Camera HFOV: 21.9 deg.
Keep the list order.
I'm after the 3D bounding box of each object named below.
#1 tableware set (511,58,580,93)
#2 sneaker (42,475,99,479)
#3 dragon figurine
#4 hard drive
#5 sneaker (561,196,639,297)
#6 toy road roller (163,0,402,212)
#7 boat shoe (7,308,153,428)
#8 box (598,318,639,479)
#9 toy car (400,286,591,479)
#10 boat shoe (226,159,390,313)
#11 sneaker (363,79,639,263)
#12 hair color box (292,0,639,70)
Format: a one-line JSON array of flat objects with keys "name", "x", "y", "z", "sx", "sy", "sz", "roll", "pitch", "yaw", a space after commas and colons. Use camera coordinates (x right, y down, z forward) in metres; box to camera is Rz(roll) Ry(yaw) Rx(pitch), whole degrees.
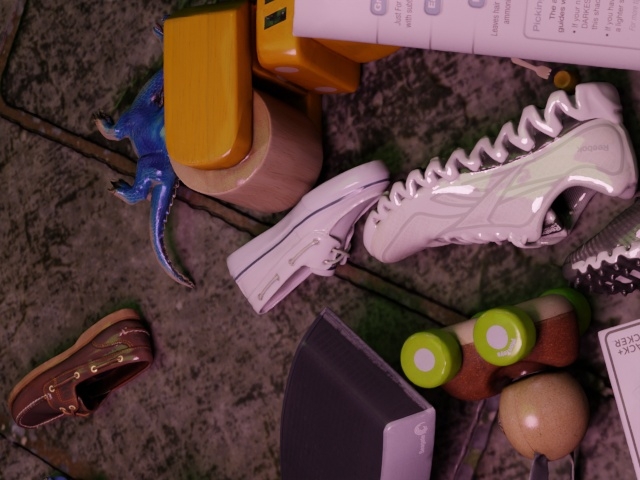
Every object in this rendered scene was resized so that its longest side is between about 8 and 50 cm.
[{"name": "tableware set", "x": 0.254, "y": -0.213, "z": 1.555, "sx": 0.104, "sy": 0.024, "sz": 0.154, "roll": 31, "pitch": 101, "yaw": 31}, {"name": "sneaker", "x": -0.246, "y": 0.308, "z": 1.814, "sx": 0.221, "sy": 0.083, "sz": 0.087, "roll": 5, "pitch": 82, "yaw": 34}, {"name": "dragon figurine", "x": -0.159, "y": -0.104, "z": 1.796, "sx": 0.144, "sy": 0.085, "sz": 0.289, "roll": -25, "pitch": 69, "yaw": 31}, {"name": "hard drive", "x": 0.028, "y": 0.202, "z": 1.563, "sx": 0.172, "sy": 0.054, "sz": 0.255, "roll": 43, "pitch": 145, "yaw": 31}, {"name": "sneaker", "x": 0.311, "y": -0.026, "z": 1.459, "sx": 0.234, "sy": 0.078, "sz": 0.106, "roll": -29, "pitch": 50, "yaw": 40}, {"name": "toy road roller", "x": -0.014, "y": -0.201, "z": 1.642, "sx": 0.240, "sy": 0.202, "sz": 0.330, "roll": -2, "pitch": 82, "yaw": 24}, {"name": "boat shoe", "x": -0.270, "y": 0.160, "z": 1.851, "sx": 0.207, "sy": 0.073, "sz": 0.073, "roll": -39, "pitch": 62, "yaw": 26}, {"name": "box", "x": 0.356, "y": 0.192, "z": 1.375, "sx": 0.169, "sy": 0.087, "sz": 0.290, "roll": -22, "pitch": 75, "yaw": 33}, {"name": "toy car", "x": 0.182, "y": 0.151, "z": 1.491, "sx": 0.149, "sy": 0.155, "sz": 0.188, "roll": -20, "pitch": 85, "yaw": 32}, {"name": "boat shoe", "x": 0.000, "y": 0.000, "z": 1.685, "sx": 0.226, "sy": 0.083, "sz": 0.076, "roll": -36, "pitch": 76, "yaw": 39}, {"name": "sneaker", "x": 0.165, "y": -0.037, "z": 1.550, "sx": 0.292, "sy": 0.110, "sz": 0.118, "roll": -29, "pitch": 77, "yaw": 30}, {"name": "hair color box", "x": 0.169, "y": -0.262, "z": 1.430, "sx": 0.374, "sy": 0.114, "sz": 0.185, "roll": 7, "pitch": 120, "yaw": 9}]
